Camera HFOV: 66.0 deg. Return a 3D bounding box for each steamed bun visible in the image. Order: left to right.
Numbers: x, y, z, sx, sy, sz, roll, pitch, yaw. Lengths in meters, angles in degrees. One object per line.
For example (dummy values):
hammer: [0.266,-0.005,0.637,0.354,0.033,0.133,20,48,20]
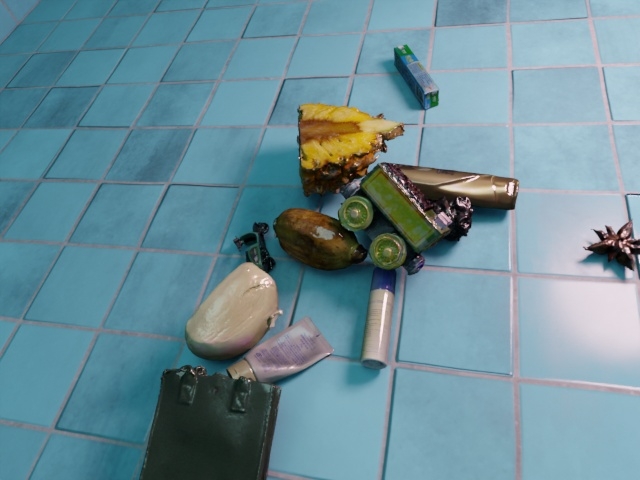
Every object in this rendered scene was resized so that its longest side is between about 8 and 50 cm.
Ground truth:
steamed bun: [-0.183,0.175,1.110,0.152,0.170,0.239,33,66,10]

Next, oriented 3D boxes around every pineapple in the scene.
pineapple: [0.080,-0.218,1.331,0.286,0.209,0.344,-3,43,-2]

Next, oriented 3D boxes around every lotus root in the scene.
lotus root: [0.000,0.000,1.197,0.260,0.145,0.128,18,67,27]

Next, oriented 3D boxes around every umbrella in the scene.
umbrella: [0.232,-0.054,1.211,0.272,0.122,0.110,5,12,21]

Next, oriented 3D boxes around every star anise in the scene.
star anise: [0.665,-0.001,1.094,0.124,0.056,0.129,32,67,31]

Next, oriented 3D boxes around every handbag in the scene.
handbag: [-0.213,0.386,0.966,0.247,0.079,0.260,4,74,16]

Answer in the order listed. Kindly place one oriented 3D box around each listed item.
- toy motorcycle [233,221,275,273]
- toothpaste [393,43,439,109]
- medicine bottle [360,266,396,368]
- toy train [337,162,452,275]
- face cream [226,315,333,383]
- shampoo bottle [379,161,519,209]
toy motorcycle: [-0.174,0.026,1.276,0.100,0.058,0.173,-17,54,8]
toothpaste: [0.299,-0.520,1.554,0.050,0.065,0.267,-19,52,0]
medicine bottle: [0.132,0.166,1.098,0.059,0.059,0.231,3,55,15]
toy train: [0.163,-0.052,1.121,0.177,0.134,0.261,-45,78,21]
face cream: [-0.092,0.261,1.092,0.224,0.070,0.114,-26,53,-21]
shampoo bottle: [0.316,-0.138,1.254,0.350,0.084,0.125,10,26,20]
